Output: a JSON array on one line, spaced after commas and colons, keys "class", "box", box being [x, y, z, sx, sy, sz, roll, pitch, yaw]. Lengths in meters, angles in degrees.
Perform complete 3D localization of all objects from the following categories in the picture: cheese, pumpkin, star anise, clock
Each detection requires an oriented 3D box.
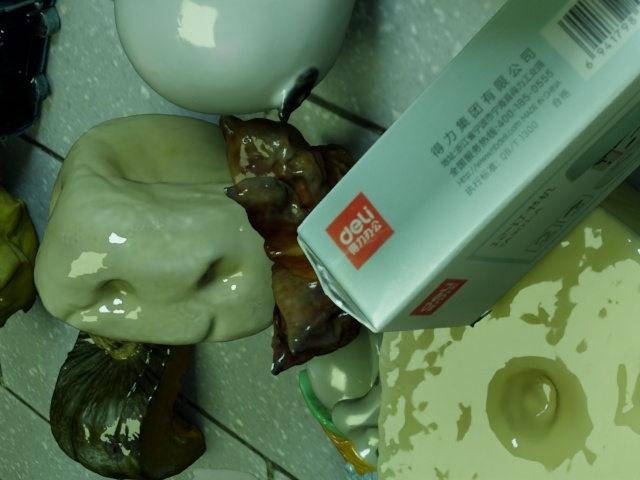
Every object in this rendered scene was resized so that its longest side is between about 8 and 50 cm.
[{"class": "cheese", "box": [0.201, 0.125, 0.807, 0.383, 0.104, 0.384, 6, 101, 35]}, {"class": "pumpkin", "box": [-0.201, 0.150, 1.337, 0.131, 0.126, 0.248, 21, 130, 37]}, {"class": "star anise", "box": [-0.003, 0.004, 0.955, 0.196, 0.111, 0.212, 73, 180, -61]}, {"class": "clock", "box": [0.067, 0.120, 1.024, 0.231, 0.103, 0.144, 3, 104, 45]}, {"class": "cheese", "box": [-0.127, -0.009, 1.059, 0.235, 0.218, 0.117, 27, 130, 27]}]

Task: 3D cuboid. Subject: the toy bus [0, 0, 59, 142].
[{"class": "toy bus", "box": [-0.320, -0.184, 1.265, 0.106, 0.090, 0.185, 44, 140, 19]}]

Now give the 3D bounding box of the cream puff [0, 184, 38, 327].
[{"class": "cream puff", "box": [-0.416, 0.017, 1.392, 0.257, 0.325, 0.291, 29, 168, -21]}]

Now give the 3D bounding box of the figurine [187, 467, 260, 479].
[{"class": "figurine", "box": [0.090, 0.362, 1.081, 0.377, 0.266, 0.361, -4, 131, 26]}]

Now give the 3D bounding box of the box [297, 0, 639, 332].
[{"class": "box", "box": [0.119, -0.062, 0.704, 0.269, 0.135, 0.079, -46, 68, 19]}]

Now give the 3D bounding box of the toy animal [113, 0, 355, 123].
[{"class": "toy animal", "box": [-0.069, -0.200, 0.898, 0.187, 0.165, 0.235, 5, 121, 52]}]
